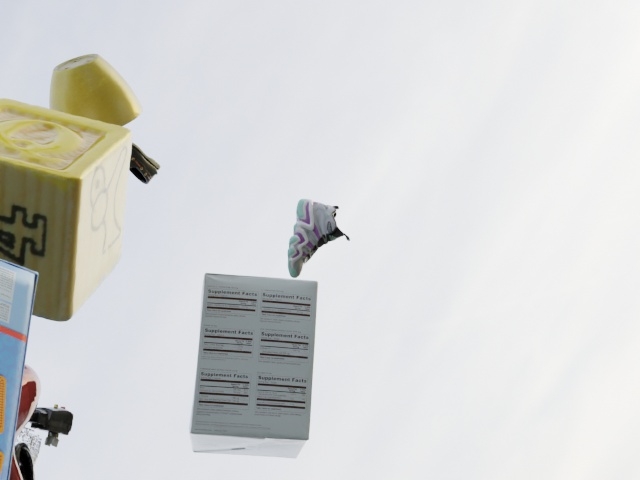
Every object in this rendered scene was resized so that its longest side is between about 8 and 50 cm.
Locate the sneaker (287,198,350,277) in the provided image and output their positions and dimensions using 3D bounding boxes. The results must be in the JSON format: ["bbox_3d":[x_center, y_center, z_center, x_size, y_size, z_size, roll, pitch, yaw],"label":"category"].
[{"bbox_3d":[0.000,0.000,1.205,0.038,0.069,0.098,76,-156,-73],"label":"sneaker"}]

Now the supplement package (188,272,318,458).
[{"bbox_3d":[-0.089,0.169,1.344,0.149,0.203,0.194,5,-19,-5],"label":"supplement package"}]

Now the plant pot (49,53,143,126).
[{"bbox_3d":[-0.334,-0.212,1.473,0.134,0.134,0.095,-25,-65,-19],"label":"plant pot"}]

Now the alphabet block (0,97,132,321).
[{"bbox_3d":[-0.360,-0.043,1.279,0.193,0.192,0.197,13,-65,4],"label":"alphabet block"}]

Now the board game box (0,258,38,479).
[{"bbox_3d":[-0.222,0.079,0.480,0.160,0.211,0.039,26,-49,-33],"label":"board game box"}]

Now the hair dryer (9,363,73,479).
[{"bbox_3d":[-0.333,0.240,1.116,0.080,0.224,0.293,-16,-31,11],"label":"hair dryer"}]

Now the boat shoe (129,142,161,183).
[{"bbox_3d":[-0.307,-0.134,1.648,0.042,0.049,0.133,-58,-36,-10],"label":"boat shoe"}]
